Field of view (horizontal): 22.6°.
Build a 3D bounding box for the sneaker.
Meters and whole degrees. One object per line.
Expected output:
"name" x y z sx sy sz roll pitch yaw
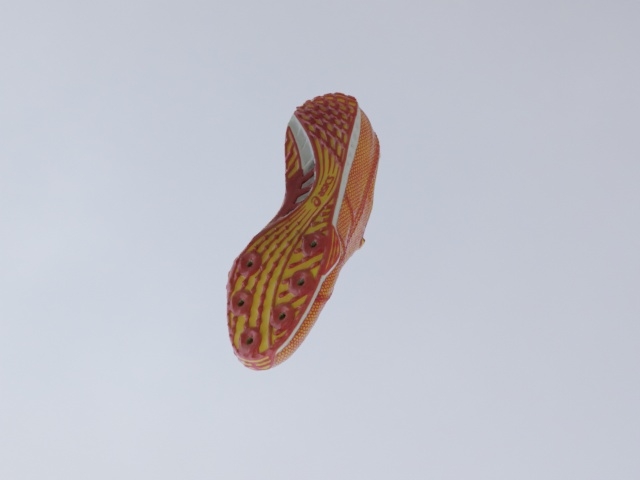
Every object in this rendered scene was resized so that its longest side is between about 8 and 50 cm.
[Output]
"sneaker" 0.000 0.000 0.871 0.064 0.067 0.175 2 -126 31
